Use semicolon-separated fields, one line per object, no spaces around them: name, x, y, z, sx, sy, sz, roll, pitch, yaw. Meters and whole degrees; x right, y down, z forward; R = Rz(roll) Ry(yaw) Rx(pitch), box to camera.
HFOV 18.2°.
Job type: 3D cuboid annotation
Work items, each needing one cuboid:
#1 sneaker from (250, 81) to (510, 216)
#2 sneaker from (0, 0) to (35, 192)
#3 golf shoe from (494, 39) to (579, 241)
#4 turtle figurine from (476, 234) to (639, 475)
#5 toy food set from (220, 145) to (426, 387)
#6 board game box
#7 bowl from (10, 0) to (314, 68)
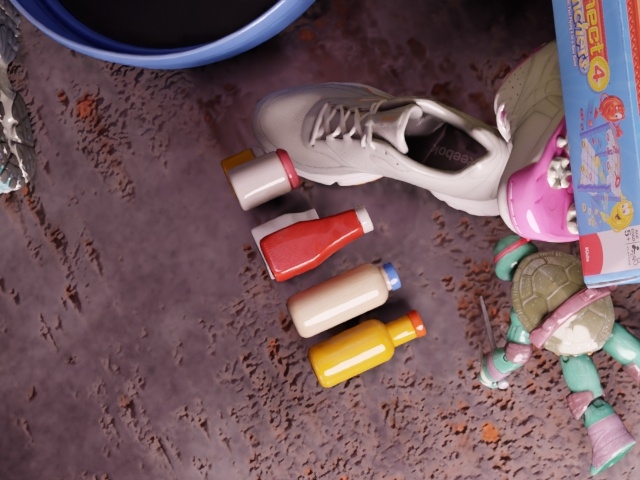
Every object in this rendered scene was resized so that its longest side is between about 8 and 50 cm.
sneaker;0.054;-0.099;1.759;0.262;0.121;0.099;12;79;19
sneaker;-0.361;-0.175;1.914;0.122;0.110;0.283;-13;73;17
golf shoe;0.198;-0.088;1.661;0.140;0.306;0.115;-1;118;31
turtle figurine;0.206;0.070;1.678;0.175;0.118;0.234;-38;74;5
toy food set;0.000;0.000;1.759;0.105;0.111;0.232;-24;69;-3
board game box;0.336;-0.128;1.572;0.302;0.086;0.308;-5;86;-29
bowl;-0.137;-0.345;1.905;0.391;0.077;0.391;-4;75;16
